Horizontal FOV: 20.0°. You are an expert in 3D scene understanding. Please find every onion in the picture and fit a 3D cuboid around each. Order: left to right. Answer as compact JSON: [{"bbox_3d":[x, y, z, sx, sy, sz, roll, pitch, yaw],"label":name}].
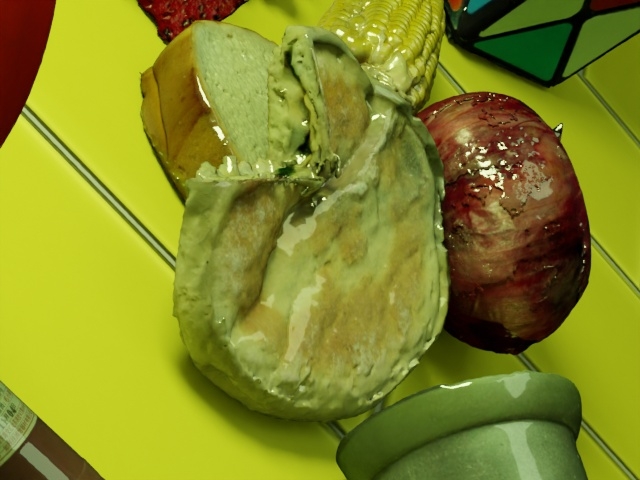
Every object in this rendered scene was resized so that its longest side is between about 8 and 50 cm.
[{"bbox_3d":[0.134,-0.017,1.684,0.252,0.219,0.252,163,-90,-84],"label":"onion"}]

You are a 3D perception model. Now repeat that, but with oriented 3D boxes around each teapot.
[{"bbox_3d":[0.124,0.289,1.359,0.270,0.200,0.337,-1,59,-27],"label":"teapot"}]

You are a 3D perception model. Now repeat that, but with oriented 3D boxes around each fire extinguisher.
[{"bbox_3d":[-0.232,0.116,1.106,0.231,0.071,0.099,45,58,-17],"label":"fire extinguisher"}]

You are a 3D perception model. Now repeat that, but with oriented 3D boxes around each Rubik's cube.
[{"bbox_3d":[0.269,-0.364,2.176,0.250,0.248,0.246,16,49,-52],"label":"Rubik's cube"}]

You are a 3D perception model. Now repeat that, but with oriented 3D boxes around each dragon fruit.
[{"bbox_3d":[-0.100,-0.240,1.610,0.097,0.131,0.063,63,24,-2],"label":"dragon fruit"}]

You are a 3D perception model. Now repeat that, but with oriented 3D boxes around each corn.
[{"bbox_3d":[0.058,-0.195,1.805,0.130,0.130,0.347,49,23,-13],"label":"corn"}]

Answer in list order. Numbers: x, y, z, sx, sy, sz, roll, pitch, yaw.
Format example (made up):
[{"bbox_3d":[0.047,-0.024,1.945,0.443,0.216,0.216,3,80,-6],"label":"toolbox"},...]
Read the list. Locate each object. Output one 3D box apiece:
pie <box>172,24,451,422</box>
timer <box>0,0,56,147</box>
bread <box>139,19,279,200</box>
[{"bbox_3d":[0.000,0.000,1.460,0.337,0.075,0.337,0,90,-52],"label":"pie"},{"bbox_3d":[-0.299,-0.167,0.959,0.279,0.378,0.378,0,58,-34],"label":"timer"},{"bbox_3d":[-0.055,-0.083,1.573,0.236,0.070,0.236,38,32,-30],"label":"bread"}]
